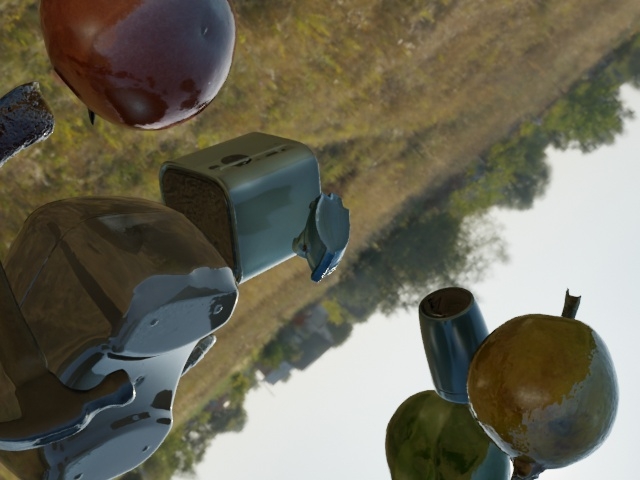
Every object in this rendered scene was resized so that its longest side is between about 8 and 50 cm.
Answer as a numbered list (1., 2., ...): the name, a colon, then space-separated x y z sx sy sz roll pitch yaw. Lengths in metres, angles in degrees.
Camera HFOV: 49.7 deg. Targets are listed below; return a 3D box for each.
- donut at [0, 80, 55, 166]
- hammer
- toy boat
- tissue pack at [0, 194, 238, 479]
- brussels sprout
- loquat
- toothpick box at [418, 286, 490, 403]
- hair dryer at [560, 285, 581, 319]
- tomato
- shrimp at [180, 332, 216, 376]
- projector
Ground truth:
1. donut: -0.649 -0.183 1.346 0.295 0.112 0.151 -43 -173 6
2. hammer: -0.361 0.017 0.731 0.168 0.440 0.044 -20 154 -30
3. toy boat: 0.000 0.000 1.346 0.102 0.088 0.215 -48 -157 35
4. tissue pack: -0.318 0.124 0.953 0.267 0.277 0.387 -10 132 -60
5. brussels sprout: 0.292 0.487 1.559 0.275 0.315 0.371 -15 -161 12
6. loquat: 0.306 0.225 0.957 0.213 0.213 0.246 124 -14 -71
7. toothpick box: 0.233 0.174 1.175 0.120 0.184 0.120 -15 -153 8
8. hair dryer: 0.381 0.205 1.137 0.229 0.092 0.267 6 99 -74
9. tomato: -0.230 -0.272 0.897 0.256 0.224 0.256 -21 116 -54
10. shrimp: -0.271 0.231 1.194 0.223 0.047 0.126 -35 172 -35
11. projector: -0.168 -0.075 1.485 0.249 0.248 0.248 -27 124 -39
